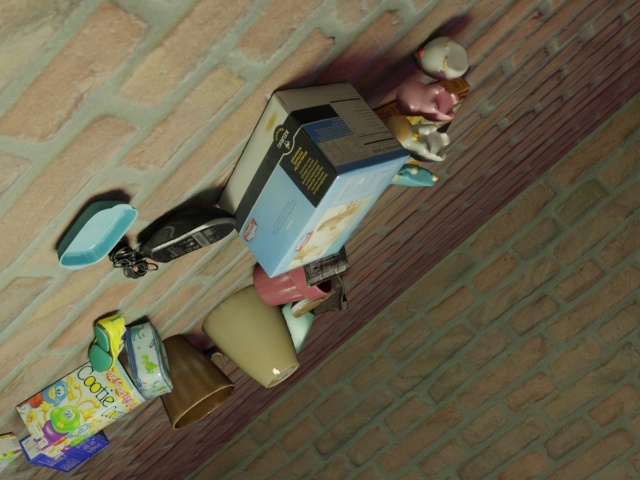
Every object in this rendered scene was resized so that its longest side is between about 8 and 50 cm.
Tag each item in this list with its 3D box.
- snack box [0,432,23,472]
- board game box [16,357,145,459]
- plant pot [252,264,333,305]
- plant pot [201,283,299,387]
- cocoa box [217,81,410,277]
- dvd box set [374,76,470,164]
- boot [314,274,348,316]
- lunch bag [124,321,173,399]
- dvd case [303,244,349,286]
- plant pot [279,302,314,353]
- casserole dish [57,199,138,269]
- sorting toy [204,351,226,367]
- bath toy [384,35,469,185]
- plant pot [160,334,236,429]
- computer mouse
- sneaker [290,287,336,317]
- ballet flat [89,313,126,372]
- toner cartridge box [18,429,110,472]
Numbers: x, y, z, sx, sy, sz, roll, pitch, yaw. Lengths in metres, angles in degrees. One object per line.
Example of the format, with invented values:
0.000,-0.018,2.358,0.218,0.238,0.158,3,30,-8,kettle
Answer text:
-0.927,0.599,1.818,0.174,0.070,0.207,-42,163,15,snack box
-0.636,0.438,1.851,0.275,0.144,0.142,-32,161,-17,board game box
-0.088,0.098,2.004,0.180,0.201,0.201,-27,166,20,plant pot
-0.194,0.317,2.178,0.256,0.274,0.256,-33,161,-13,plant pot
-0.024,-0.127,1.479,0.231,0.228,0.347,-20,155,-42,cocoa box
0.181,-0.255,1.824,0.420,0.062,0.308,-28,160,-27,dvd box set
-0.027,0.195,2.459,0.228,0.091,0.263,-15,126,-2,boot
-0.461,0.320,1.850,0.090,0.176,0.219,-13,159,-10,lunch bag
0.000,0.000,1.908,0.018,0.221,0.164,-3,-167,46,dvd case
-0.128,0.305,2.393,0.234,0.165,0.166,-55,-169,11,plant pot
-0.426,-0.016,1.304,0.188,0.037,0.114,-45,161,24,casserole dish
-0.434,0.454,2.438,0.196,0.047,0.348,-29,160,-13,sorting toy
0.221,-0.293,1.545,0.151,0.129,0.348,25,79,-32,bath toy
-0.406,0.405,2.064,0.215,0.230,0.215,-34,162,-12,plant pot
-0.316,-0.014,1.482,0.272,0.072,0.188,-23,162,-6,computer mouse
-0.057,0.143,2.169,0.099,0.153,0.282,-38,174,20,sneaker
-0.528,0.257,1.735,0.077,0.077,0.231,-42,167,-39,ballet flat
-0.788,0.632,2.153,0.165,0.075,0.348,-32,161,-14,toner cartridge box
